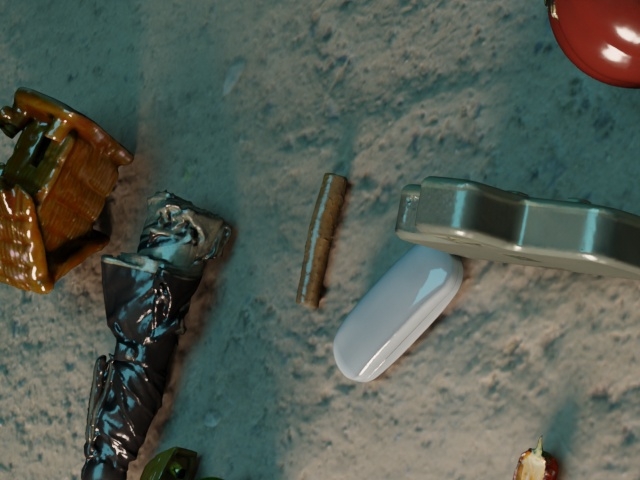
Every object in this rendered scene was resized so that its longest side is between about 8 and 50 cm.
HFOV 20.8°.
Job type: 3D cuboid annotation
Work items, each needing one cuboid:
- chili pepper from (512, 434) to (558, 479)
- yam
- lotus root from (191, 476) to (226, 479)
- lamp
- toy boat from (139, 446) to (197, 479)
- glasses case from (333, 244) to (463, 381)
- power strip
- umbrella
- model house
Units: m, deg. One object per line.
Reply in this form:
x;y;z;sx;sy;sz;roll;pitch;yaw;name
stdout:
0.184;0.265;1.590;0.045;0.027;0.178;13;86;53;chili pepper
0.000;0.000;1.878;0.032;0.032;0.145;7;83;48;yam
-0.155;0.323;1.791;0.186;0.186;0.186;-18;64;43;lotus root
0.284;-0.244;1.517;0.227;0.227;0.227;-18;64;43;lamp
-0.177;0.341;1.931;0.088;0.068;0.226;8;80;43;toy boat
0.077;0.070;1.759;0.178;0.045;0.067;-49;46;25;glasses case
0.171;-0.015;1.577;0.265;0.193;0.059;8;85;48;power strip
-0.209;0.119;2.009;0.113;0.106;0.358;19;91;45;umbrella
-0.357;-0.055;2.150;0.199;0.219;0.229;16;76;34;model house
